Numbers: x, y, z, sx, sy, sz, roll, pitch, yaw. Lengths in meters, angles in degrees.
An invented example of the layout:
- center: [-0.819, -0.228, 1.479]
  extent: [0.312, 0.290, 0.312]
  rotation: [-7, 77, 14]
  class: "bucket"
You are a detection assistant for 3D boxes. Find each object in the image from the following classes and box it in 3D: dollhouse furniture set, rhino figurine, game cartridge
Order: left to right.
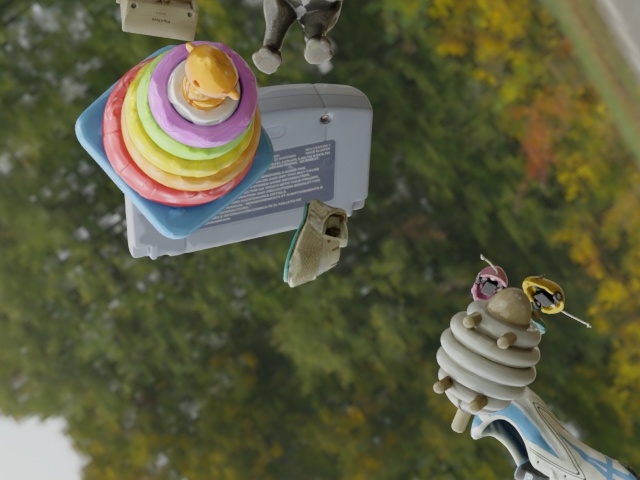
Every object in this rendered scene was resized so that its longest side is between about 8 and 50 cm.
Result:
- center: [-0.205, -0.413, 2.198]
  extent: [0.212, 0.242, 0.161]
  rotation: [8, -159, -12]
  class: "dollhouse furniture set"
- center: [-0.085, -0.086, 1.888]
  extent: [0.196, 0.294, 0.060]
  rotation: [95, 157, -47]
  class: "game cartridge"
- center: [0.010, -0.250, 1.322]
  extent: [0.073, 0.243, 0.106]
  rotation: [19, -136, -8]
  class: "rhino figurine"

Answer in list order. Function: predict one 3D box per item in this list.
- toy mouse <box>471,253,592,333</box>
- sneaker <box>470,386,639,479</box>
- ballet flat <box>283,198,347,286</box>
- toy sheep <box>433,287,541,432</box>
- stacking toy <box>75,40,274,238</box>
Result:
- center: [0.237, 0.073, 2.026]
  extent: [0.161, 0.143, 0.031]
  rotation: [39, -130, -18]
  class: "toy mouse"
- center: [0.262, 0.247, 1.719]
  extent: [0.237, 0.086, 0.085]
  rotation: [38, 158, 17]
  class: "sneaker"
- center: [0.000, 0.000, 1.616]
  extent: [0.168, 0.052, 0.057]
  rotation: [-74, -7, -65]
  class: "ballet flat"
- center: [0.133, 0.096, 1.306]
  extent: [0.091, 0.132, 0.091]
  rotation: [24, -162, -8]
  class: "toy sheep"
- center: [-0.122, -0.133, 1.573]
  extent: [0.175, 0.166, 0.302]
  rotation: [48, 163, 1]
  class: "stacking toy"
